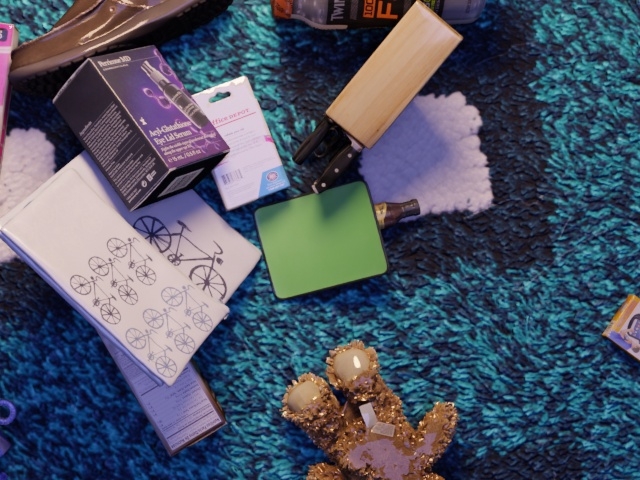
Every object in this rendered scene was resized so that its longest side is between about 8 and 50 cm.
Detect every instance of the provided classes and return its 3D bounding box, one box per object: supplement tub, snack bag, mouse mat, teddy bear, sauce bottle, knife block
[{"bbox_3d":[0.082,-0.413,1.843,0.316,0.193,0.194,-4,89,-5],"label":"supplement tub"},{"bbox_3d":[-0.253,0.005,1.769,0.323,0.342,0.037,44,130,-5],"label":"snack bag"},{"bbox_3d":[0.000,0.000,1.891,0.189,0.007,0.153,-15,90,14],"label":"mouse mat"},{"bbox_3d":[0.089,0.318,1.882,0.338,0.113,0.245,36,78,4],"label":"teddy bear"},{"bbox_3d":[0.090,-0.037,1.912,0.128,0.042,0.042,-16,90,-8],"label":"sauce bottle"},{"bbox_3d":[0.069,-0.196,1.813,0.088,0.275,0.242,39,62,-4],"label":"knife block"}]

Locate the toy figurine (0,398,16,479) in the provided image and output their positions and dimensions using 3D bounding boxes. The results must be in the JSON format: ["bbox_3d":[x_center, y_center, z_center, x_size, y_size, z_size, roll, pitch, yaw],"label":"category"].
[{"bbox_3d":[-0.520,0.321,1.777,0.217,0.191,0.362,-33,93,-10],"label":"toy figurine"}]

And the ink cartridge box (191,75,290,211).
[{"bbox_3d":[-0.128,-0.146,1.882,0.104,0.061,0.181,-21,91,-6],"label":"ink cartridge box"}]

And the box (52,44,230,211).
[{"bbox_3d":[-0.260,-0.166,1.796,0.108,0.153,0.207,-41,83,34],"label":"box"}]

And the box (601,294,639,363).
[{"bbox_3d":[0.524,0.157,1.955,0.136,0.028,0.081,35,85,-2],"label":"box"}]

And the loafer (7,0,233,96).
[{"bbox_3d":[-0.308,-0.335,1.849,0.366,0.134,0.130,-28,81,-10],"label":"loafer"}]

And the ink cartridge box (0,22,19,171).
[{"bbox_3d":[-0.564,-0.151,1.843,0.175,0.069,0.371,7,90,-5],"label":"ink cartridge box"}]

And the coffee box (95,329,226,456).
[{"bbox_3d":[-0.242,0.182,1.825,0.098,0.141,0.246,-31,93,-5],"label":"coffee box"}]
